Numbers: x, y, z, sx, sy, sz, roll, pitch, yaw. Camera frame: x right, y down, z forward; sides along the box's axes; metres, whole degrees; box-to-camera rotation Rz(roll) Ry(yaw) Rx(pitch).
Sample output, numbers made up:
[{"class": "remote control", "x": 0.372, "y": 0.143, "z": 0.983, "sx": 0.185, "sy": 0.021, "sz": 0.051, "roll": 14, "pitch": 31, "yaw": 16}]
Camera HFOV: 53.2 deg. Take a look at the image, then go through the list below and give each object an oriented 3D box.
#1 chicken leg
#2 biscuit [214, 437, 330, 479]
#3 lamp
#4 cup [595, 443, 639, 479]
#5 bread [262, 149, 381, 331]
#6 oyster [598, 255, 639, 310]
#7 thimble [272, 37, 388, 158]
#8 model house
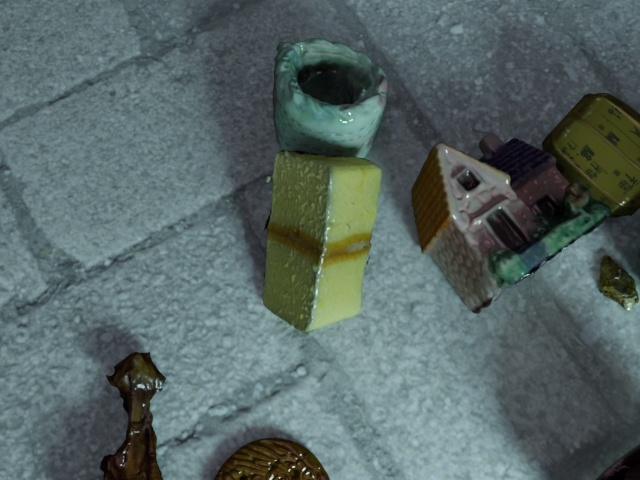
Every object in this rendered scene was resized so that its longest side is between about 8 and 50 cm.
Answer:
[{"class": "chicken leg", "x": -0.276, "y": 0.318, "z": 0.958, "sx": 0.113, "sy": 0.093, "sz": 0.304, "roll": 5, "pitch": 64, "yaw": -15}, {"class": "biscuit", "x": -0.072, "y": 0.392, "z": 0.952, "sx": 0.187, "sy": 0.027, "sz": 0.188, "roll": 0, "pitch": 72, "yaw": 1}, {"class": "lamp", "x": 0.465, "y": -0.138, "z": 1.034, "sx": 0.185, "sy": 0.161, "sz": 0.161, "roll": 43, "pitch": 79, "yaw": 12}, {"class": "cup", "x": 0.479, "y": 0.427, "z": 0.829, "sx": 0.288, "sy": 0.208, "sz": 0.273, "roll": -37, "pitch": 77, "yaw": -10}, {"class": "bread", "x": 0.000, "y": 0.000, "z": 0.990, "sx": 0.178, "sy": 0.142, "sz": 0.266, "roll": 3, "pitch": 104, "yaw": -9}, {"class": "oyster", "x": 0.479, "y": 0.069, "z": 1.032, "sx": 0.051, "sy": 0.034, "sz": 0.093, "roll": -33, "pitch": 70, "yaw": -16}, {"class": "thimble", "x": 0.005, "y": -0.228, "z": 1.056, "sx": 0.211, "sy": 0.149, "sz": 0.185, "roll": 41, "pitch": 60, "yaw": 20}, {"class": "model house", "x": 0.273, "y": -0.056, "z": 0.987, "sx": 0.237, "sy": 0.202, "sz": 0.237, "roll": -34, "pitch": 76, "yaw": -8}]
